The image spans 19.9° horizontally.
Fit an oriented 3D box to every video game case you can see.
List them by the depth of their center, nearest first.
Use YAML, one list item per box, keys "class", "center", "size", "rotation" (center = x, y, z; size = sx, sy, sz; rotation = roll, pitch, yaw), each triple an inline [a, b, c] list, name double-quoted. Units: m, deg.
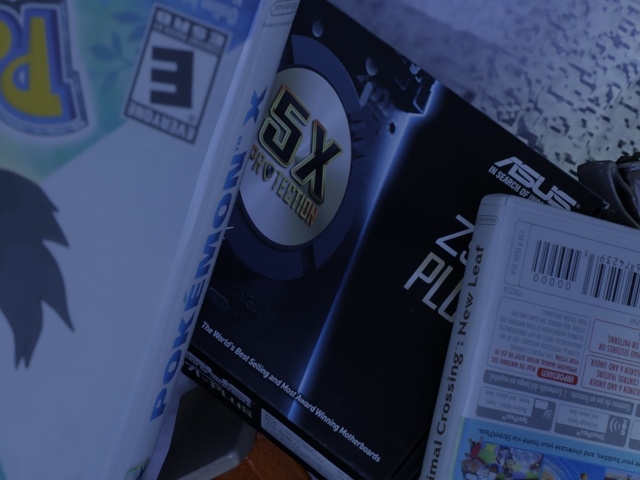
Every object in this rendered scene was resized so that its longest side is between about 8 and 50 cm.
- class: "video game case"
  center: [-0.196, -0.025, 0.706]
  size: [0.329, 0.036, 0.300]
  rotation: [24, 107, 16]
- class: "video game case"
  center: [0.136, 0.099, 0.707]
  size: [0.212, 0.023, 0.193]
  rotation: [14, 86, -24]

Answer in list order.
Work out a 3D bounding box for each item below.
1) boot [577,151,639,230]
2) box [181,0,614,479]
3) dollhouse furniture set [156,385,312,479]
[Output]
- class: "boot"
  center: [0.229, 0.047, 0.828]
  size: [0.263, 0.091, 0.229]
  rotation: [-8, 87, -43]
- class: "box"
  center: [0.000, 0.000, 0.737]
  size: [0.180, 0.077, 0.147]
  rotation: [38, 75, 8]
- class: "dollhouse furniture set"
  center: [0.029, 0.164, 0.857]
  size: [0.259, 0.135, 0.262]
  rotation: [-29, 110, 15]
